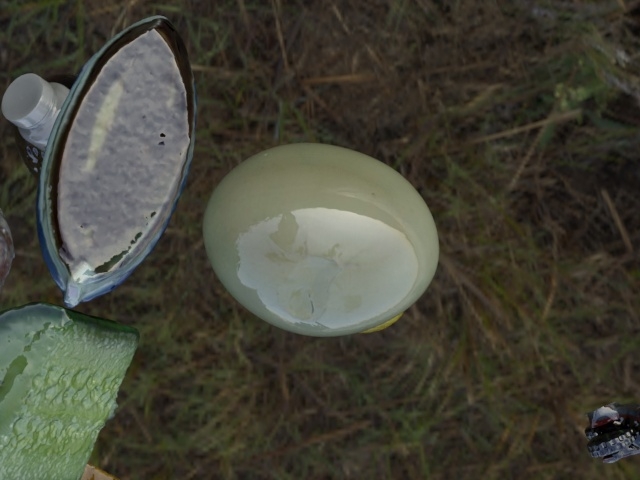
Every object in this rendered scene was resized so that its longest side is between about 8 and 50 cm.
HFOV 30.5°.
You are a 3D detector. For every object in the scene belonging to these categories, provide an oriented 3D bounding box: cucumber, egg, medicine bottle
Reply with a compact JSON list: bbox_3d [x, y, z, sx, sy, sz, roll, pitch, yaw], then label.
[{"bbox_3d":[-0.167,0.089,0.688,0.062,0.116,0.115,24,178,18],"label":"cucumber"},{"bbox_3d":[0.000,0.000,1.328,0.269,0.219,0.219,13,132,6],"label":"egg"},{"bbox_3d":[-0.309,-0.139,1.397,0.079,0.079,0.140,-25,148,18],"label":"medicine bottle"}]

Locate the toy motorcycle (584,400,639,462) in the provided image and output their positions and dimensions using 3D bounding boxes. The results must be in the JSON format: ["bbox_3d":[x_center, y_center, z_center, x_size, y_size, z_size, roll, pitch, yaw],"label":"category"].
[{"bbox_3d":[0.425,0.257,1.626,0.122,0.213,0.082,-15,87,10],"label":"toy motorcycle"}]

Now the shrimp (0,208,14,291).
[{"bbox_3d":[-0.285,0.086,0.796,0.145,0.343,0.116,-7,130,8],"label":"shrimp"}]

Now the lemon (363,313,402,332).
[{"bbox_3d":[0.067,0.079,2.126,0.203,0.178,0.178,7,132,-20],"label":"lemon"}]

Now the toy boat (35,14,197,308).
[{"bbox_3d":[-0.166,-0.068,0.967,0.114,0.262,0.115,18,169,-12],"label":"toy boat"}]

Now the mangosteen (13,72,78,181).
[{"bbox_3d":[-0.396,-0.181,1.947,0.216,0.216,0.216,-1,132,-2],"label":"mangosteen"}]

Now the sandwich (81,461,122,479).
[{"bbox_3d":[-0.323,0.350,1.426,0.117,0.187,0.144,10,151,44],"label":"sandwich"}]
